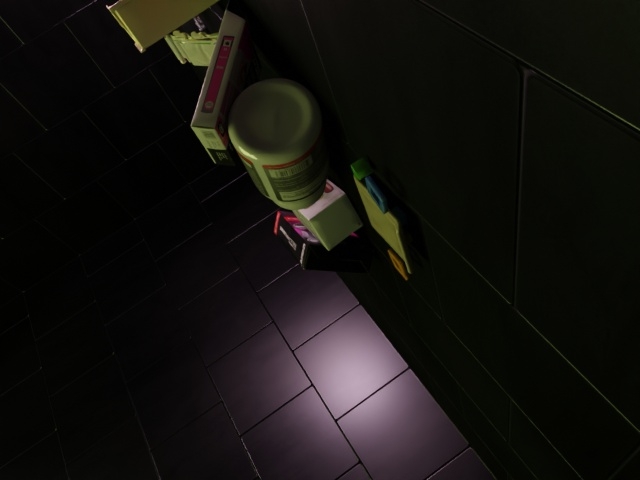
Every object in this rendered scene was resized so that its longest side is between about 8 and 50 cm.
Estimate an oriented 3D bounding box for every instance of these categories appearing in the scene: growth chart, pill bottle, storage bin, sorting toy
[{"bbox_3d":[-0.320,-0.548,1.522,0.172,0.238,0.021,95,180,-75],"label":"growth chart"},{"bbox_3d":[-0.086,-0.215,1.304,0.210,0.210,0.363,54,174,16],"label":"pill bottle"},{"bbox_3d":[-0.407,-0.626,1.379,0.123,0.262,0.260,57,175,-33],"label":"storage bin"},{"bbox_3d":[0.150,-0.043,1.157,0.196,0.047,0.347,57,176,38],"label":"sorting toy"}]

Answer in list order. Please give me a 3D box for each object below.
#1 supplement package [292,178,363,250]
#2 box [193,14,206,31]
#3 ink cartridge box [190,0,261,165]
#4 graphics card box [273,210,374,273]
[{"bbox_3d":[0.000,-0.102,1.621,0.133,0.139,0.244,57,173,-35],"label":"supplement package"},{"bbox_3d":[-0.451,-0.809,1.952,0.067,0.018,0.083,58,174,-24],"label":"box"},{"bbox_3d":[-0.207,-0.381,1.249,0.175,0.069,0.370,71,-153,-71],"label":"ink cartridge box"},{"bbox_3d":[0.000,0.000,1.790,0.371,0.233,0.094,-132,51,-63],"label":"graphics card box"}]
